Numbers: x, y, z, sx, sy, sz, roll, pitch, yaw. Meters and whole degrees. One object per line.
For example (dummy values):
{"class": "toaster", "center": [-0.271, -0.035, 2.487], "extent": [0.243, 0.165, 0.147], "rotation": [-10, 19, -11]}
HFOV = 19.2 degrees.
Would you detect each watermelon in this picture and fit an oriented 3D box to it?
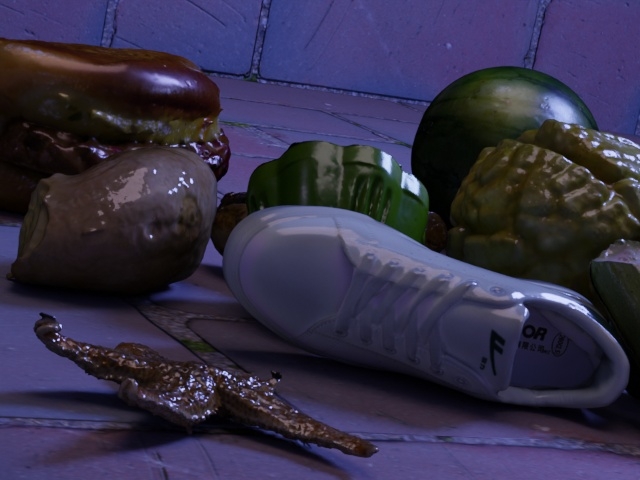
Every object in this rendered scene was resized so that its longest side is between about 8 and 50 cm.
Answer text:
{"class": "watermelon", "center": [0.237, -0.103, 2.397], "extent": [0.242, 0.242, 0.242], "rotation": [11, 10, -2]}

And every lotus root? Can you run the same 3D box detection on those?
{"class": "lotus root", "center": [0.000, 0.000, 1.916], "extent": [0.258, 0.097, 0.110], "rotation": [2, 16, 27]}
{"class": "lotus root", "center": [0.010, 0.027, 1.740], "extent": [0.186, 0.186, 0.186], "rotation": [11, 10, -2]}

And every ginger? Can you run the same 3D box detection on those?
{"class": "ginger", "center": [-0.181, -0.019, 1.779], "extent": [0.152, 0.138, 0.267], "rotation": [13, 14, 39]}

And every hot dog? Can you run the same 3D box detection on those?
{"class": "hot dog", "center": [-0.240, -0.124, 2.146], "extent": [0.223, 0.185, 0.405], "rotation": [16, 11, 33]}

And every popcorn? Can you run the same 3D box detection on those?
{"class": "popcorn", "center": [0.258, -0.004, 1.922], "extent": [0.258, 0.224, 0.270], "rotation": [16, 16, 1]}

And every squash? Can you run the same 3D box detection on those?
{"class": "squash", "center": [0.302, 0.089, 1.632], "extent": [0.069, 0.069, 0.239], "rotation": [4, 44, -35]}

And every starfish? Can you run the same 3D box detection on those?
{"class": "starfish", "center": [-0.097, 0.112, 1.398], "extent": [0.295, 0.048, 0.231], "rotation": [22, 4, 39]}

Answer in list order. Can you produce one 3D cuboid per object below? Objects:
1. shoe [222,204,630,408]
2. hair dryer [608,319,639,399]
{"class": "shoe", "center": [0.097, 0.069, 1.614], "extent": [0.363, 0.131, 0.160], "rotation": [15, 8, -17]}
{"class": "hair dryer", "center": [0.414, 0.037, 1.806], "extent": [0.189, 0.107, 0.352], "rotation": [-19, 11, 34]}
